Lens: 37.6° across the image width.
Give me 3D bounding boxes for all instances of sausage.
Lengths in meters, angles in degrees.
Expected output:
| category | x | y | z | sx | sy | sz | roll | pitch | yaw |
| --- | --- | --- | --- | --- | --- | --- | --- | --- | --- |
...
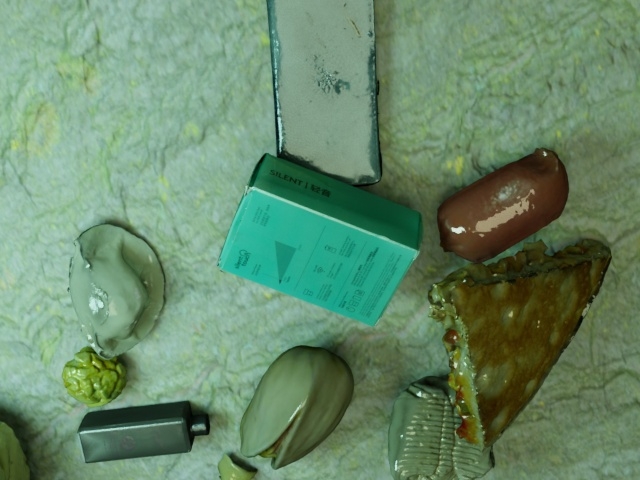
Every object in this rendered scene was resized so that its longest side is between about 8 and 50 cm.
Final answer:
| category | x | y | z | sx | sy | sz | roll | pitch | yaw |
| --- | --- | --- | --- | --- | --- | --- | --- | --- | --- |
| sausage | 0.316 | -0.054 | 1.636 | 0.254 | 0.148 | 0.148 | -28 | 106 | 15 |

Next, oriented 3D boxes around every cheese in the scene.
| category | x | y | z | sx | sy | sz | roll | pitch | yaw |
| --- | --- | --- | --- | --- | --- | --- | --- | --- | --- |
| cheese | -0.173 | 0.463 | 1.863 | 0.084 | 0.041 | 0.060 | 39 | 106 | -12 |

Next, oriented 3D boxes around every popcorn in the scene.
| category | x | y | z | sx | sy | sz | roll | pitch | yaw |
| --- | --- | --- | --- | --- | --- | --- | --- | --- | --- |
| popcorn | -0.429 | 0.258 | 1.774 | 0.106 | 0.120 | 0.116 | -34 | 78 | 48 |

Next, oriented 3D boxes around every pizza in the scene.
| category | x | y | z | sx | sy | sz | roll | pitch | yaw |
| --- | --- | --- | --- | --- | --- | --- | --- | --- | --- |
| pizza | 0.305 | 0.123 | 1.613 | 0.406 | 0.130 | 0.440 | 36 | 85 | -44 |

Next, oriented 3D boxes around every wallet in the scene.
| category | x | y | z | sx | sy | sz | roll | pitch | yaw |
| --- | --- | --- | --- | --- | --- | --- | --- | --- | --- |
| wallet | 0.007 | -0.272 | 1.620 | 0.190 | 0.046 | 0.379 | -3 | 108 | 1 |

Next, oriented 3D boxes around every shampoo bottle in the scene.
| category | x | y | z | sx | sy | sz | roll | pitch | yaw |
| --- | --- | --- | --- | --- | --- | --- | --- | --- | --- |
| shampoo bottle | -0.337 | 0.369 | 1.815 | 0.246 | 0.079 | 0.080 | -7 | 108 | 3 |

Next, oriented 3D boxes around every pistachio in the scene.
| category | x | y | z | sx | sy | sz | roll | pitch | yaw |
| --- | --- | --- | --- | --- | --- | --- | --- | --- | --- |
| pistachio | -0.044 | 0.312 | 1.733 | 0.166 | 0.197 | 0.288 | 25 | 118 | -3 |

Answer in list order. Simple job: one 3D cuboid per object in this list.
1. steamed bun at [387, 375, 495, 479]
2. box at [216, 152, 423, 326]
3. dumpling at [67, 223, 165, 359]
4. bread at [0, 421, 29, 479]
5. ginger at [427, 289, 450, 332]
| category | x | y | z | sx | sy | sz | roll | pitch | yaw |
| --- | --- | --- | --- | --- | --- | --- | --- | --- | --- |
| steamed bun | 0.220 | 0.367 | 1.779 | 0.211 | 0.144 | 0.218 | 8 | 80 | -13 |
| box | 0.000 | 0.000 | 1.642 | 0.311 | 0.118 | 0.205 | 20 | 127 | -6 |
| dumpling | -0.364 | 0.090 | 1.715 | 0.172 | 0.142 | 0.247 | -13 | 104 | -32 |
| bread | -0.728 | 0.529 | 1.706 | 0.371 | 0.279 | 0.390 | -7 | 107 | -1 |
| ginger | 0.274 | 0.143 | 1.737 | 0.103 | 0.073 | 0.162 | -32 | 104 | 9 |
